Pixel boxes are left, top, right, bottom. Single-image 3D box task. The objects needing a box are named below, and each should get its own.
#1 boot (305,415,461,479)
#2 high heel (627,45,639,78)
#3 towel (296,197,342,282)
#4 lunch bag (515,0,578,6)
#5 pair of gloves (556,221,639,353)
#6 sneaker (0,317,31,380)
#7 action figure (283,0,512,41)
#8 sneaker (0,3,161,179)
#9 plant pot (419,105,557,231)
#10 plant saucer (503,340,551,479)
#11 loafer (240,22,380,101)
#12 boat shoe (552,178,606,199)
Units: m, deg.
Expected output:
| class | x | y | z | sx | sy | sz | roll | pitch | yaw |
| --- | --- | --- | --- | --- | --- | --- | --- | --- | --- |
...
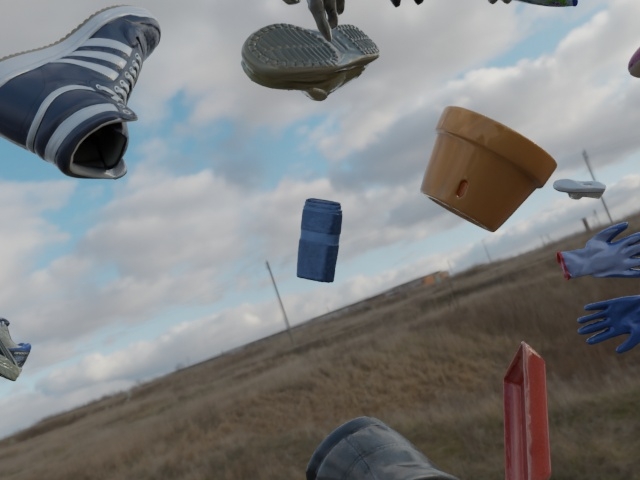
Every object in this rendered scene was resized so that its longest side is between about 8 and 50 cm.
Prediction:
| class | x | y | z | sx | sy | sz | roll | pitch | yaw |
| --- | --- | --- | --- | --- | --- | --- | --- | --- | --- |
| boot | 0.144 | 0.248 | 0.408 | 0.118 | 0.338 | 0.223 | -40 | 26 | -13 |
| high heel | 0.661 | -0.416 | 1.052 | 0.127 | 0.181 | 0.377 | 14 | -25 | -29 |
| towel | 0.000 | 0.000 | 0.950 | 0.067 | 0.119 | 0.029 | 12 | 8 | 36 |
| lunch bag | 0.276 | -0.377 | 0.892 | 0.129 | 0.096 | 0.151 | 10 | 19 | -10 |
| pair of gloves | 0.474 | 0.076 | 1.032 | 0.159 | 0.198 | 0.023 | -16 | -7 | 12 |
| sneaker | -0.411 | 0.112 | 0.785 | 0.052 | 0.135 | 0.058 | -2 | 49 | 45 |
| action figure | 0.044 | -0.189 | 0.364 | 0.164 | 0.141 | 0.276 | -13 | 32 | 5 |
| sneaker | -0.241 | -0.171 | 0.750 | 0.282 | 0.153 | 0.099 | -50 | -10 | -45 |
| plant pot | 0.366 | -0.153 | 1.512 | 0.203 | 0.291 | 0.291 | -61 | -14 | 5 |
| plant saucer | 0.390 | 0.353 | 1.234 | 0.048 | 0.258 | 0.259 | 3 | -27 | 8 |
| loafer | -0.013 | -0.246 | 0.927 | 0.268 | 0.102 | 0.092 | -22 | -26 | -47 |
| boat shoe | 0.467 | -0.089 | 1.180 | 0.100 | 0.035 | 0.035 | 0 | -53 | -12 |
